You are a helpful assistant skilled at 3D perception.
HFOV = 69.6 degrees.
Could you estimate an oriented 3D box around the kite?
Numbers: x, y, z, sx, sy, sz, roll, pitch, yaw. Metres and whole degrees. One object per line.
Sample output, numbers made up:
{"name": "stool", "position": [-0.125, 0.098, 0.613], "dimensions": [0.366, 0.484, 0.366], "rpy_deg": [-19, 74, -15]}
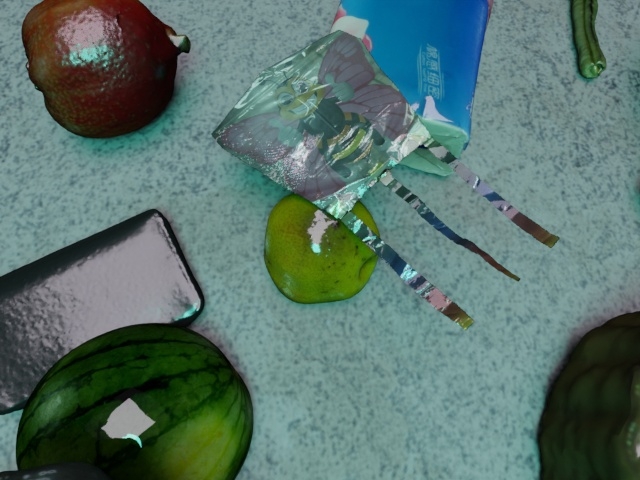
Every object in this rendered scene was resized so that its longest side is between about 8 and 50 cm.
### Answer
{"name": "kite", "position": [0.052, -0.075, 0.477], "dimensions": [0.204, 0.022, 0.360], "rpy_deg": [-40, 70, -5]}

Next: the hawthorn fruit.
{"name": "hawthorn fruit", "position": [-0.250, -0.215, 0.561], "dimensions": [0.188, 0.169, 0.169], "rpy_deg": [-13, 70, -12]}

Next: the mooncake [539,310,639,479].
{"name": "mooncake", "position": [0.393, 0.214, 0.428], "dimensions": [0.323, 0.187, 0.324], "rpy_deg": [1, 71, -3]}

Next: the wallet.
{"name": "wallet", "position": [-0.263, 0.075, 0.506], "dimensions": [0.250, 0.044, 0.149], "rpy_deg": [-28, 79, -14]}

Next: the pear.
{"name": "pear", "position": [0.000, 0.000, 0.525], "dimensions": [0.141, 0.104, 0.141], "rpy_deg": [0, 67, -1]}

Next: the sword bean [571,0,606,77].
{"name": "sword bean", "position": [0.426, -0.370, 0.736], "dimensions": [0.043, 0.038, 0.269], "rpy_deg": [0, 67, 23]}

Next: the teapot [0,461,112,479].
{"name": "teapot", "position": [-0.126, 0.334, 0.279], "dimensions": [0.344, 0.253, 0.300], "rpy_deg": [40, 114, -16]}

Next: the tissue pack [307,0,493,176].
{"name": "tissue pack", "position": [0.114, -0.245, 0.607], "dimensions": [0.209, 0.137, 0.270], "rpy_deg": [17, 68, 1]}

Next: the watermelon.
{"name": "watermelon", "position": [-0.177, 0.183, 0.422], "dimensions": [0.232, 0.127, 0.204], "rpy_deg": [-16, 84, -13]}
